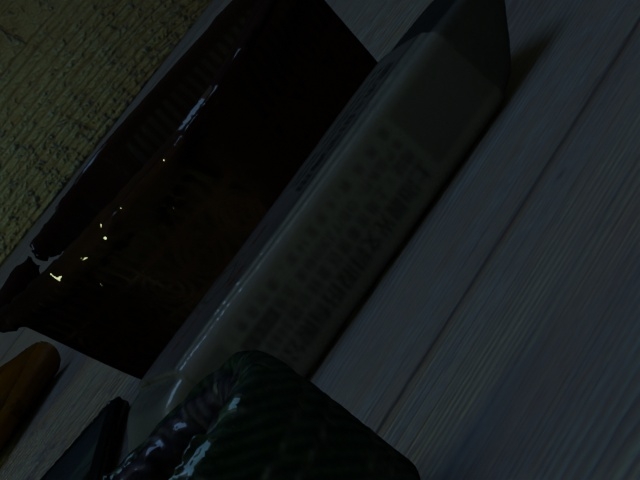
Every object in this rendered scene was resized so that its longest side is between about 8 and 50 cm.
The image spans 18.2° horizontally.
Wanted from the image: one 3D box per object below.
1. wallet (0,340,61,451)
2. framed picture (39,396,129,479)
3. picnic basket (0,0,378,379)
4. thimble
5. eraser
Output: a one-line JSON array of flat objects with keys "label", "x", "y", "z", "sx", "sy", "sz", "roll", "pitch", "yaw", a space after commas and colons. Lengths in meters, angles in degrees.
[{"label": "wallet", "x": -0.316, "y": 0.187, "z": 1.814, "sx": 0.195, "sy": 0.042, "sz": 0.161, "roll": -39, "pitch": 19, "yaw": 40}, {"label": "framed picture", "x": -0.218, "y": 0.245, "z": 1.241, "sx": 0.265, "sy": 0.016, "sz": 0.347, "roll": -49, "pitch": 10, "yaw": 10}, {"label": "picnic basket", "x": -0.068, "y": -0.029, "z": 1.263, "sx": 0.297, "sy": 0.129, "sz": 0.222, "roll": -42, "pitch": 14, "yaw": 42}, {"label": "thimble", "x": -0.032, "y": 0.109, "z": 0.711, "sx": 0.135, "sy": 0.090, "sz": 0.118, "roll": -41, "pitch": 13, "yaw": 44}, {"label": "eraser", "x": 0.000, "y": 0.000, "z": 1.058, "sx": 0.352, "sy": 0.061, "sz": 0.089, "roll": -53, "pitch": 10, "yaw": -19}]
